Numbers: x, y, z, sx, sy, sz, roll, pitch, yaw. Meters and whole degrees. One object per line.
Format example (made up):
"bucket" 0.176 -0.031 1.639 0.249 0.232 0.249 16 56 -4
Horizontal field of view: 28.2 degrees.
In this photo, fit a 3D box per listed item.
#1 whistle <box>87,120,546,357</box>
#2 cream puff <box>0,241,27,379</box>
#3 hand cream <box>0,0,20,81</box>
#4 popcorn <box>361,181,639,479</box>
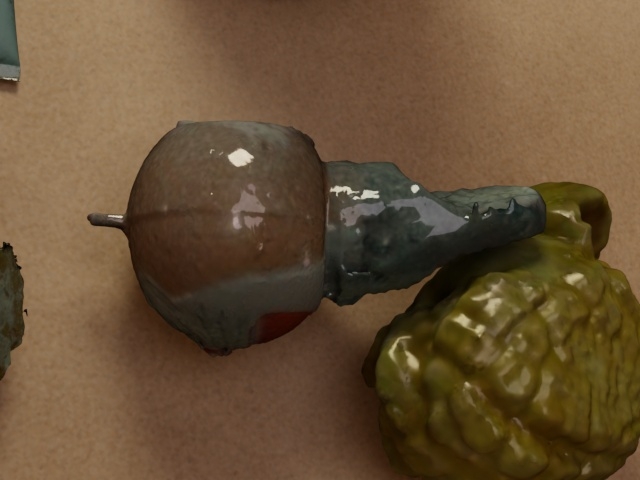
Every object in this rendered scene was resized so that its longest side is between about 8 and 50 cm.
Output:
"whistle" 0.000 0.000 0.961 0.348 0.189 0.189 0 72 -8
"cream puff" -0.286 0.046 0.882 0.156 0.156 0.121 0 115 -24
"hand cream" -0.290 -0.280 1.023 0.111 0.070 0.312 6 79 -24
"popcorn" 0.171 0.104 1.032 0.286 0.174 0.225 -45 109 -39
